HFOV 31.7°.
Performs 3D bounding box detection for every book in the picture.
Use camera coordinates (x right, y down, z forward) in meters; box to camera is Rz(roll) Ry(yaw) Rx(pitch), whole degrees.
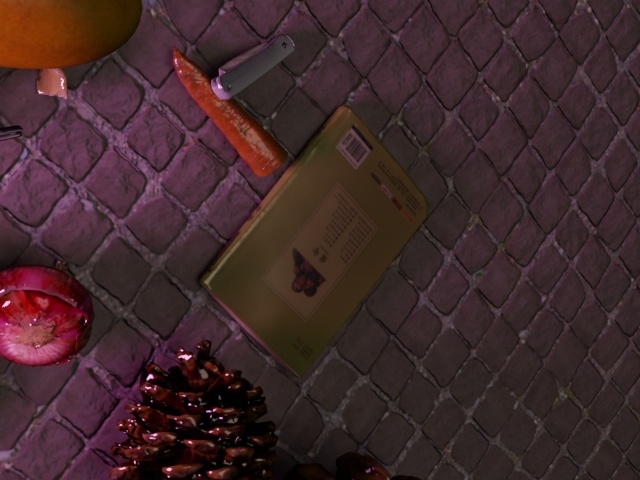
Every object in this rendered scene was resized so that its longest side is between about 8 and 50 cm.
[{"bbox_3d":[0.000,0.000,1.694,0.352,0.035,0.239,-51,122,-15],"label":"book"}]

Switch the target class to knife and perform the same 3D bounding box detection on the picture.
[{"bbox_3d":[-0.094,-0.243,1.558,0.162,0.023,0.044,-43,106,-39],"label":"knife"}]

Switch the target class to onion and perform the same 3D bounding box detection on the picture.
[{"bbox_3d":[-0.352,0.075,1.427,0.150,0.140,0.150,0,129,1],"label":"onion"}]

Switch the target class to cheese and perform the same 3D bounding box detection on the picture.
[{"bbox_3d":[-0.344,-0.212,1.392,0.041,0.060,0.084,-53,131,-15],"label":"cheese"}]

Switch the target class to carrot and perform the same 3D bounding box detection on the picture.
[{"bbox_3d":[-0.135,-0.178,1.553,0.224,0.057,0.057,46,73,-30],"label":"carrot"}]

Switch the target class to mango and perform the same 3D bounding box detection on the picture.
[{"bbox_3d":[-0.371,-0.304,1.204,0.378,0.264,0.221,22,112,-19],"label":"mango"}]

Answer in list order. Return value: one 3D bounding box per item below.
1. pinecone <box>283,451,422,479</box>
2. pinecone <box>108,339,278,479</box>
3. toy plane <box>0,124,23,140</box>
[{"bbox_3d":[0.071,0.483,1.670,0.384,0.384,0.384,-8,105,-34],"label":"pinecone"},{"bbox_3d":[-0.163,0.278,1.523,0.243,0.243,0.257,42,55,-34],"label":"pinecone"},{"bbox_3d":[-0.525,-0.141,1.254,0.381,0.106,0.155,-22,124,-36],"label":"toy plane"}]
